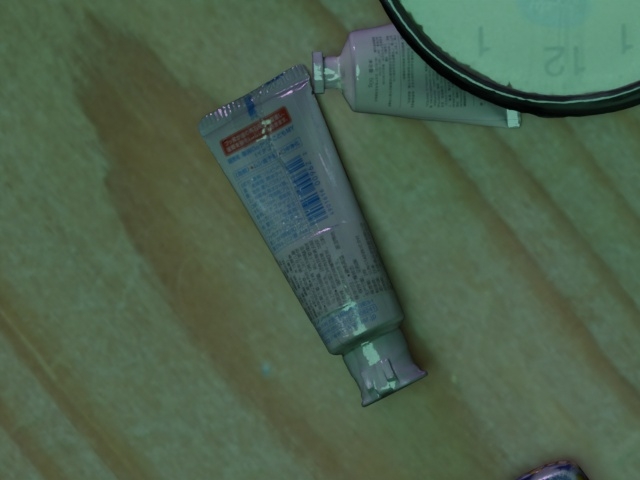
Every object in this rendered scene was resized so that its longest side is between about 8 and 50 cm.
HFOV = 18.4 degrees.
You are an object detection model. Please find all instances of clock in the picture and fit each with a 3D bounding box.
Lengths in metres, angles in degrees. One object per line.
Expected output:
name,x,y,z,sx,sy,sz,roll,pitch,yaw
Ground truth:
clock,0.159,-0.216,1.276,0.281,0.055,0.280,0,94,5

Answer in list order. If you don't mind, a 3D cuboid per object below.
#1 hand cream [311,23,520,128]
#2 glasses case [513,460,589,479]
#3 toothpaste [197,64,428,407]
hand cream,0.064,-0.116,1.342,0.142,0.053,0.084,-3,99,-2
glasses case,0.200,0.269,1.352,0.087,0.065,0.248,-32,91,17
toothpaste,0.000,0.000,1.368,0.089,0.057,0.234,-28,85,13
